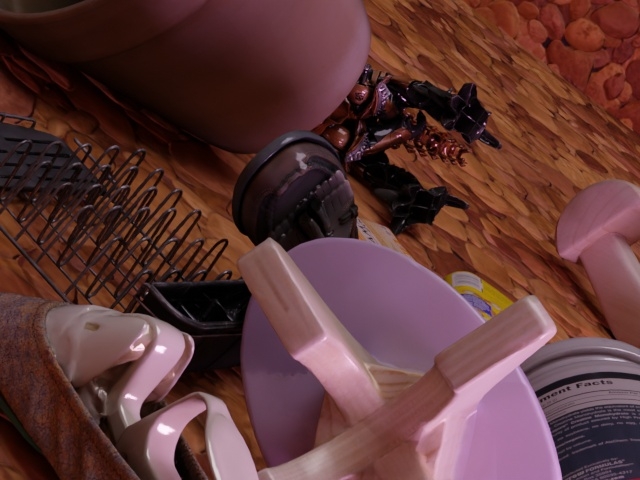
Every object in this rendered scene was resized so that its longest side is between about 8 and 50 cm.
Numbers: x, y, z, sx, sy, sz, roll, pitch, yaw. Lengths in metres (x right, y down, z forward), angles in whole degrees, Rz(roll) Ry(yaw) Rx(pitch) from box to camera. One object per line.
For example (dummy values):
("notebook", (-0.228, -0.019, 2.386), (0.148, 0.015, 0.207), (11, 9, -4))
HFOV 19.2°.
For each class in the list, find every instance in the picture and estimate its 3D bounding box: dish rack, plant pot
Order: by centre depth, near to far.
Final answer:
("dish rack", (-0.148, -0.011, 1.341), (0.271, 0.074, 0.208), (46, 17, 19))
("plant pot", (-0.105, -0.234, 1.680), (0.280, 0.323, 0.323), (47, 8, -41))

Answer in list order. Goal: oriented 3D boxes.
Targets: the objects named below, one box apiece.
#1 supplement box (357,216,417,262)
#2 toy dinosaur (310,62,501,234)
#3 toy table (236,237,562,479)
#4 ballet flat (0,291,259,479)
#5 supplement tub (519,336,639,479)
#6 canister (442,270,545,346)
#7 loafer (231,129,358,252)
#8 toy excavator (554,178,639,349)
("supplement box", (0.040, 0.009, 1.753), (0.098, 0.036, 0.062), (18, 26, -50))
("toy dinosaur", (0.067, -0.132, 2.004), (0.322, 0.164, 0.218), (-12, 34, -43))
("toy table", (0.036, 0.116, 1.164), (0.274, 0.252, 0.161), (46, 4, 14))
("ballet flat", (-0.102, 0.109, 1.076), (0.107, 0.106, 0.316), (20, 25, -49))
("supplement tub", (0.209, 0.203, 1.351), (0.191, 0.191, 0.272), (35, 17, -16))
("canister", (0.149, 0.102, 1.689), (0.126, 0.073, 0.170), (38, 16, -8))
("loafer", (0.000, 0.000, 1.455), (0.084, 0.096, 0.267), (48, -9, 19))
("toy excavator", (0.456, 0.121, 2.093), (0.222, 0.445, 0.433), (22, 65, -48))
